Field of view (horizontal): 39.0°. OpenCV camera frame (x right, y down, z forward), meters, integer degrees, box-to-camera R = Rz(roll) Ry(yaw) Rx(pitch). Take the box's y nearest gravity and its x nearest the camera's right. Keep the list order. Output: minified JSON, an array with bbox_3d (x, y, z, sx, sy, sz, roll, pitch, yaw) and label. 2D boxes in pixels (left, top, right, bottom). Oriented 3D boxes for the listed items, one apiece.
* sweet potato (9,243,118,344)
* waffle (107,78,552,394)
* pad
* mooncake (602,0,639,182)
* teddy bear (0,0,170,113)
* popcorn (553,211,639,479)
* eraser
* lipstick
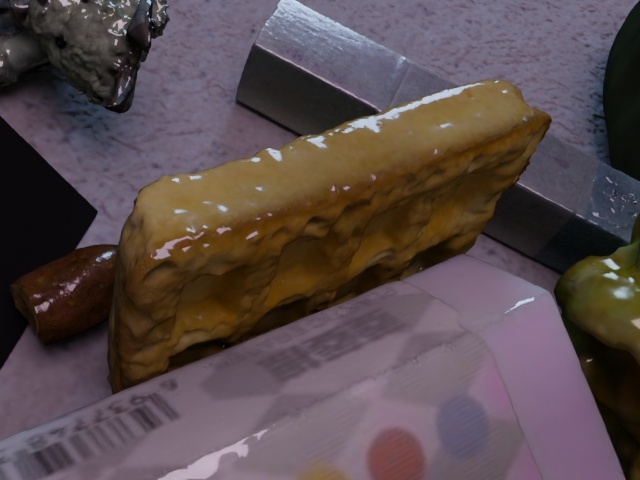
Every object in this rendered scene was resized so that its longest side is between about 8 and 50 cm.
[{"bbox_3d":[-0.136,0.024,0.556,0.049,0.049,0.117,47,45,12],"label":"sweet potato"},{"bbox_3d":[0.000,0.000,0.540,0.274,0.168,0.057,-21,63,-27],"label":"waffle"},{"bbox_3d":[-0.210,0.012,0.509,0.127,0.004,0.190,51,45,-34],"label":"pad"},{"bbox_3d":[0.411,-0.107,0.739,0.351,0.187,0.351,8,56,-12],"label":"mooncake"},{"bbox_3d":[-0.182,-0.155,0.612,0.213,0.111,0.133,33,96,14],"label":"teddy bear"},{"bbox_3d":[0.273,0.066,0.558,0.259,0.259,0.212,-16,44,-27],"label":"popcorn"},{"bbox_3d":[-0.017,0.156,0.469,0.396,0.082,0.213,-21,87,-28],"label":"eraser"},{"bbox_3d":[0.094,-0.070,0.674,0.317,0.068,0.066,28,56,-2],"label":"lipstick"}]
